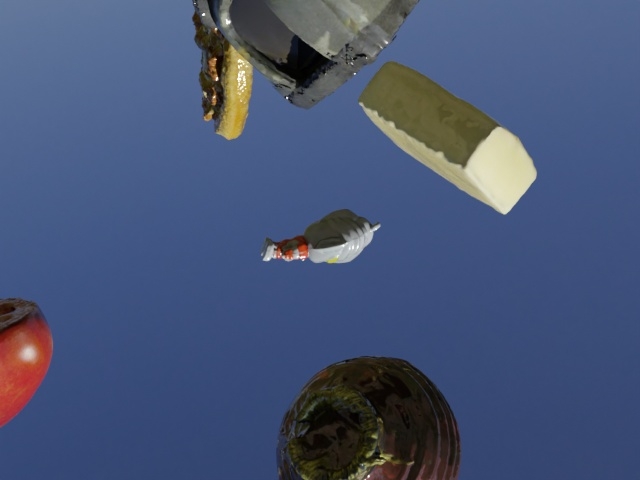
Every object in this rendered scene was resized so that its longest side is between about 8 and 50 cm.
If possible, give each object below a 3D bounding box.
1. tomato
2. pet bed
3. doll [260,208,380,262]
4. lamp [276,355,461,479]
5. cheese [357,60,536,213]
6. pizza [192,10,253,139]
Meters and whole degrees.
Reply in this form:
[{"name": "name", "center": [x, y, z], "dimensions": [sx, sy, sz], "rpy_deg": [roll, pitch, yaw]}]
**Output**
[{"name": "tomato", "center": [-0.389, 0.149, 1.311], "dimensions": [0.233, 0.140, 0.200], "rpy_deg": [0, -160, 40]}, {"name": "pet bed", "center": [0.005, -0.233, 0.936], "dimensions": [0.211, 0.159, 0.183], "rpy_deg": [-55, -167, -20]}, {"name": "doll", "center": [0.000, 0.000, 1.798], "dimensions": [0.180, 0.079, 0.094], "rpy_deg": [-11, -167, -4]}, {"name": "lamp", "center": [0.054, 0.255, 1.494], "dimensions": [0.246, 0.247, 0.247], "rpy_deg": [-11, -155, 5]}, {"name": "cheese", "center": [0.227, -0.185, 2.196], "dimensions": [0.265, 0.242, 0.124], "rpy_deg": [37, -94, 32]}, {"name": "pizza", "center": [-0.100, -0.184, 1.230], "dimensions": [0.046, 0.175, 0.134], "rpy_deg": [-6, -143, -15]}]
